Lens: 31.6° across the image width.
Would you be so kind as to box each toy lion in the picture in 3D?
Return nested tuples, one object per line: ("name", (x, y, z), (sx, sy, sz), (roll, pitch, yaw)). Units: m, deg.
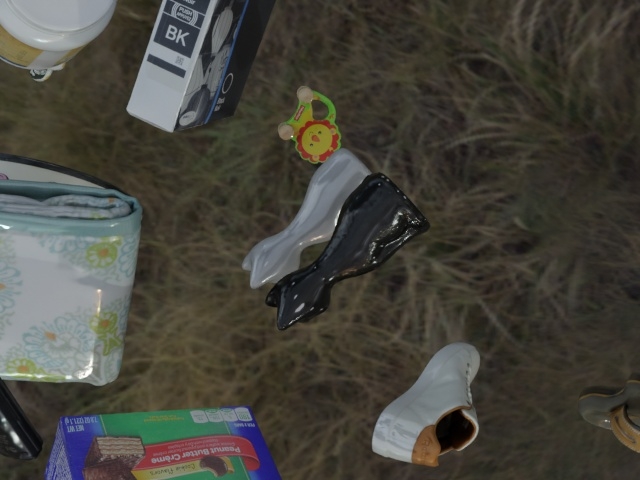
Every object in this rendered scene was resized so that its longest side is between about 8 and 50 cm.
("toy lion", (-0.009, -0.171, 1.709), (0.096, 0.034, 0.100), (26, 100, -12))

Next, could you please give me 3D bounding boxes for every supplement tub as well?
("supplement tub", (-0.308, -0.276, 1.264), (0.200, 0.144, 0.144), (177, 96, -66))

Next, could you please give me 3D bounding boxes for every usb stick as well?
("usb stick", (-0.400, 0.159, 1.303), (0.077, 0.278, 0.045), (9, 48, 28))

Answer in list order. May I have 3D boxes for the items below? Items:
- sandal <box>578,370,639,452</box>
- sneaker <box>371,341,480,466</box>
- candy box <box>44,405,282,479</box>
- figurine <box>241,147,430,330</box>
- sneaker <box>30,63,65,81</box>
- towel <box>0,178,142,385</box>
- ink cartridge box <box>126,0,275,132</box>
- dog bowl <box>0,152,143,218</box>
("sandal", (0.272, 0.153, 0.944), (0.090, 0.219, 0.060), (22, 76, -8))
("sneaker", (0.193, 0.251, 1.672), (0.123, 0.290, 0.106), (17, 121, 25))
("candy box", (-0.173, 0.359, 1.390), (0.317, 0.268, 0.122), (61, 141, 44))
("figurine", (0.000, 0.000, 1.366), (0.209, 0.092, 0.215), (-44, 24, 0))
("sneaker", (-0.348, -0.224, 1.409), (0.083, 0.037, 0.032), (-19, 63, 51))
("towel", (-0.453, 0.059, 1.582), (0.090, 0.375, 0.320), (-100, 21, -50))
("ink cartridge box", (-0.091, -0.280, 1.167), (0.065, 0.165, 0.332), (25, 109, 13))
("dog bowl", (-0.540, -0.023, 2.077), (0.408, 0.408, 0.150), (1, 72, 27))
